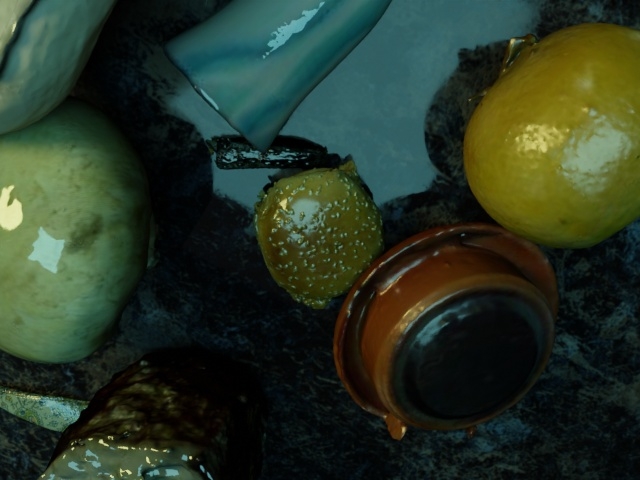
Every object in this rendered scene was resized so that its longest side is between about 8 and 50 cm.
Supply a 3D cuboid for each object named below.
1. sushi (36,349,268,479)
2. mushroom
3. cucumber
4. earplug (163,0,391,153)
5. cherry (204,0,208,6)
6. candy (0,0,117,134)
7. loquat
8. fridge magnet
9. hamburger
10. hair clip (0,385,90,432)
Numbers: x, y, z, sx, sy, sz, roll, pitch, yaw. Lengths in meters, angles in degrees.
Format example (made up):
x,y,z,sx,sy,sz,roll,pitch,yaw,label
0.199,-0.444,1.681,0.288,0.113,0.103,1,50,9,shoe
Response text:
x,y,z,sx,sy,sz,roll,pitch,yaw,label
-0.239,0.339,0.804,0.299,0.294,0.281,-13,106,4,sushi
-0.347,-0.015,0.706,0.260,0.352,0.352,-8,113,-44,mushroom
-0.079,-0.129,0.793,0.181,0.053,0.053,-1,107,-3,cucumber
-0.019,-0.286,0.684,0.324,0.185,0.185,-41,103,7,earplug
-0.140,-0.423,0.618,0.236,0.213,0.285,-2,98,-7,cherry
-0.314,-0.332,0.520,0.427,0.186,0.386,-36,84,30,candy
0.314,-0.137,0.674,0.275,0.275,0.275,0,107,0,loquat
0.198,0.143,0.806,0.364,0.155,0.363,-6,117,-12,fridge magnet
0.000,0.000,0.793,0.189,0.122,0.215,-13,110,0,hamburger
-0.472,0.290,0.923,0.229,0.036,0.066,18,99,-6,hair clip
